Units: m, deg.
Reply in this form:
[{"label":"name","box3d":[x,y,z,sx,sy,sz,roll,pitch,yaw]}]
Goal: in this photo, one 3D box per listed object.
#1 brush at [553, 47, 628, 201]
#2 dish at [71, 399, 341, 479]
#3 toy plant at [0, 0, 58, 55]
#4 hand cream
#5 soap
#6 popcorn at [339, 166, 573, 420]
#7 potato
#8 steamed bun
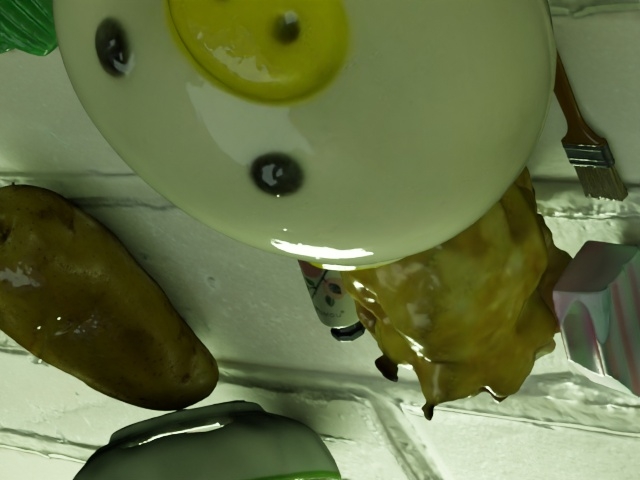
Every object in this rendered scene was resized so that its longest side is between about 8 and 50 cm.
[{"label":"brush","box3d":[0.203,-0.097,1.412,0.043,0.014,0.170,7,136,43]},{"label":"dish","box3d":[-0.146,0.250,2.019,0.324,0.324,0.124,-35,65,58]},{"label":"toy plant","box3d":[-0.313,-0.277,1.639,0.154,0.088,0.240,-9,116,36]},{"label":"hand cream","box3d":[0.000,0.000,1.721,0.080,0.050,0.234,15,136,40]},{"label":"soap","box3d":[0.247,0.064,1.491,0.056,0.100,0.149,14,142,34]},{"label":"popcorn","box3d":[0.109,0.026,1.496,0.190,0.191,0.254,29,144,50]},{"label":"potato","box3d":[-0.271,0.066,1.989,0.195,0.176,0.369,-40,113,21]},{"label":"steamed bun","box3d":[-0.014,-0.151,1.277,0.374,0.334,0.334,38,149,8]}]
